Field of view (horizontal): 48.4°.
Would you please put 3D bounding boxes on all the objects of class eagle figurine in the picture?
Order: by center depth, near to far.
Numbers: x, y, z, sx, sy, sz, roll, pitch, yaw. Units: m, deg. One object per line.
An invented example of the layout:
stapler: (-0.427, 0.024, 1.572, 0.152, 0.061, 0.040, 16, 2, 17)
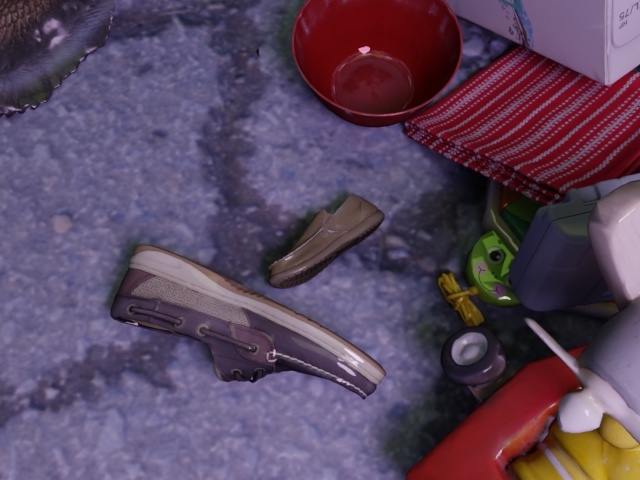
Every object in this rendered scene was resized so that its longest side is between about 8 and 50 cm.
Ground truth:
eagle figurine: (-0.333, -0.301, 0.799, 0.298, 0.225, 0.226, -32, 30, 19)

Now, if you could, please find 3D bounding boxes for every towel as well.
towel: (0.235, -0.130, 0.735, 0.199, 0.031, 0.275, -36, 37, -12)

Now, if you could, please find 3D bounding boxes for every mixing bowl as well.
mixing bowl: (0.061, -0.196, 0.796, 0.182, 0.098, 0.181, -1, 71, 1)

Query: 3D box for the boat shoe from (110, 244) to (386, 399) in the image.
boat shoe: (-0.077, 0.097, 0.708, 0.285, 0.103, 0.092, 24, 79, 9)

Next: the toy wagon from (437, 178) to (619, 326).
toy wagon: (0.286, -0.022, 0.769, 0.345, 0.068, 0.267, -32, 76, -11)

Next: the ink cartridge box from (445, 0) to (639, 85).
ink cartridge box: (0.267, -0.333, 0.743, 0.198, 0.197, 0.270, -35, 47, -12)

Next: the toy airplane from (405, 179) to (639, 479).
toy airplane: (0.301, 0.148, 0.551, 0.387, 0.384, 0.272, 12, 38, -11)

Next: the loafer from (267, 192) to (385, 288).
loafer: (0.000, 0.000, 0.762, 0.148, 0.056, 0.050, -32, 76, -21)

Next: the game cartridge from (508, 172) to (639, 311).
game cartridge: (0.325, -0.010, 0.625, 0.298, 0.198, 0.062, -13, 63, -1)
